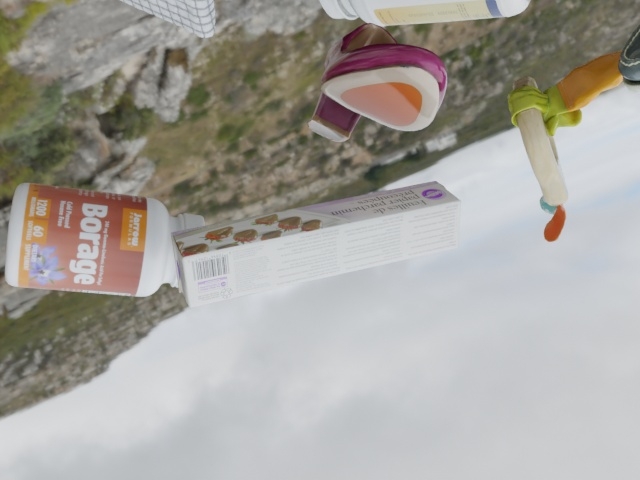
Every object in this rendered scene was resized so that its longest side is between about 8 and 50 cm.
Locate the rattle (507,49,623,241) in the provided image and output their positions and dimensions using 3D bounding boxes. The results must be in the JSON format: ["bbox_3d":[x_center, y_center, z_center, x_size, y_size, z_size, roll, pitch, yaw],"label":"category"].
[{"bbox_3d":[0.305,-0.106,0.885,0.143,0.199,0.130,-23,-162,7],"label":"rattle"}]

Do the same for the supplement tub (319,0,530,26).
[{"bbox_3d":[0.163,-0.457,1.179,0.316,0.228,0.228,3,-165,23],"label":"supplement tub"}]

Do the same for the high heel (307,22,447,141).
[{"bbox_3d":[0.075,-0.229,0.911,0.181,0.127,0.377,-65,-162,-5],"label":"high heel"}]

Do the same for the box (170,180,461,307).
[{"bbox_3d":[0.000,0.000,0.838,0.324,0.067,0.063,-13,-149,-18],"label":"box"}]

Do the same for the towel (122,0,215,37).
[{"bbox_3d":[-0.245,-0.426,0.994,0.121,0.284,0.235,-60,168,-19],"label":"towel"}]

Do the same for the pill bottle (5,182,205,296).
[{"bbox_3d":[-0.252,0.003,0.895,0.216,0.121,0.121,6,174,-19],"label":"pill bottle"}]

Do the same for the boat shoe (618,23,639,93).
[{"bbox_3d":[0.394,-0.288,0.732,0.319,0.099,0.116,-49,-158,9],"label":"boat shoe"}]
